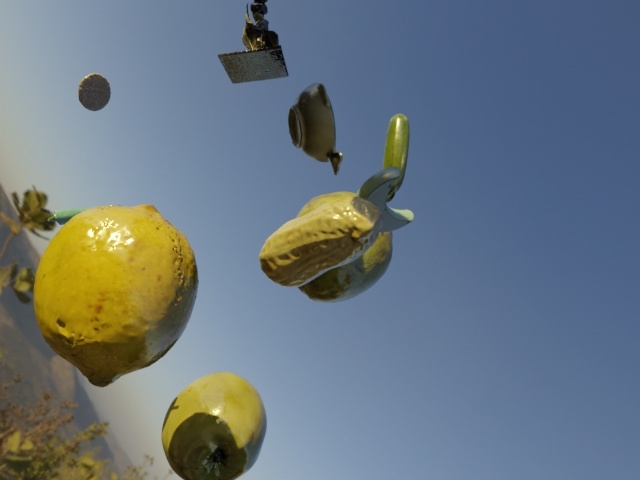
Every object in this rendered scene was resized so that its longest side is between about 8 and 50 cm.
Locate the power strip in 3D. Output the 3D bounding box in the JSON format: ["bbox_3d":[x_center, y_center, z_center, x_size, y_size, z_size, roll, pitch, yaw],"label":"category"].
[{"bbox_3d":[0.153,-0.079,1.284,0.216,0.137,0.044,64,2,-51],"label":"power strip"}]

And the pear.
[{"bbox_3d":[0.057,0.017,1.744,0.351,0.413,0.352,29,-41,28],"label":"pear"}]

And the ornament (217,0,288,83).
[{"bbox_3d":[-0.170,-0.519,1.322,0.166,0.153,0.196,73,11,-81],"label":"ornament"}]

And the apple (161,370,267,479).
[{"bbox_3d":[-0.252,0.460,1.278,0.262,0.262,0.263,41,-33,34],"label":"apple"}]

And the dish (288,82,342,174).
[{"bbox_3d":[-0.026,-0.273,1.303,0.224,0.078,0.246,108,-35,-59],"label":"dish"}]

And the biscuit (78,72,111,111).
[{"bbox_3d":[-0.705,-0.463,1.643,0.015,0.120,0.120,22,-43,24],"label":"biscuit"}]

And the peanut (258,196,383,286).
[{"bbox_3d":[0.000,0.000,1.168,0.313,0.152,0.152,-29,-90,31],"label":"peanut"}]

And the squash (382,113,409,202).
[{"bbox_3d":[0.205,-0.230,1.429,0.066,0.066,0.252,-18,-117,63],"label":"squash"}]

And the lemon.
[{"bbox_3d":[-0.340,0.086,0.885,0.258,0.257,0.311,154,-55,-63],"label":"lemon"}]

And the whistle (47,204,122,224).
[{"bbox_3d":[-0.579,-0.064,1.309,0.039,0.186,0.039,6,-80,34],"label":"whistle"}]
